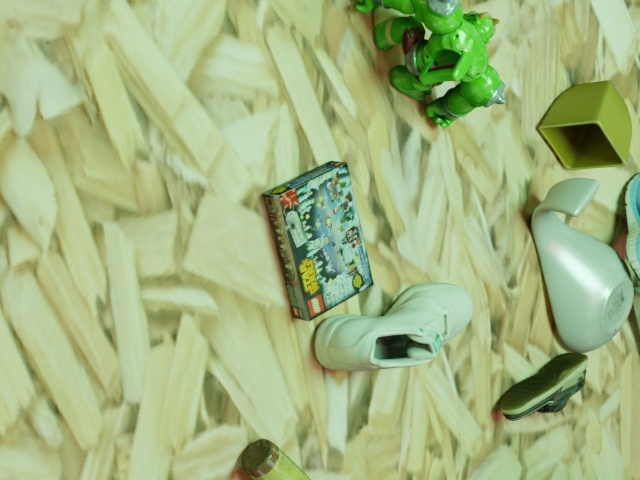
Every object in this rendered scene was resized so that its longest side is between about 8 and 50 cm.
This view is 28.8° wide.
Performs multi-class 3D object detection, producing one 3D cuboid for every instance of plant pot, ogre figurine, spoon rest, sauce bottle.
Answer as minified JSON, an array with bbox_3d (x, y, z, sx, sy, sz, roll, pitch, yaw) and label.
[{"bbox_3d":[0.321,-0.142,1.475,0.081,0.081,0.083,48,56,-35],"label":"plant pot"},{"bbox_3d":[0.117,-0.190,1.258,0.097,0.118,0.197,-33,118,-33],"label":"ogre figurine"},{"bbox_3d":[0.314,0.027,1.506,0.137,0.084,0.276,-49,138,-23],"label":"spoon rest"},{"bbox_3d":[-0.029,0.248,1.249,0.128,0.042,0.042,50,65,-32],"label":"sauce bottle"}]

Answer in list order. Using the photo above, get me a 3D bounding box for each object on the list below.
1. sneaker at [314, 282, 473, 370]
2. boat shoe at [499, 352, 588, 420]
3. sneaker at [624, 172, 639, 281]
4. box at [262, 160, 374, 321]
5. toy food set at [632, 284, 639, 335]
[{"bbox_3d":[0.101,0.100,1.305,0.212,0.094,0.080,-16,106,-39],"label":"sneaker"},{"bbox_3d":[0.274,0.184,1.496,0.152,0.056,0.049,-26,108,-36],"label":"boat shoe"},{"bbox_3d":[0.424,-0.020,1.561,0.063,0.073,0.162,49,37,-41],"label":"sneaker"},{"bbox_3d":[0.000,0.000,1.245,0.094,0.027,0.137,-28,115,-34],"label":"box"},{"bbox_3d":[0.544,0.147,1.624,0.220,0.092,0.306,-21,120,0],"label":"toy food set"}]
